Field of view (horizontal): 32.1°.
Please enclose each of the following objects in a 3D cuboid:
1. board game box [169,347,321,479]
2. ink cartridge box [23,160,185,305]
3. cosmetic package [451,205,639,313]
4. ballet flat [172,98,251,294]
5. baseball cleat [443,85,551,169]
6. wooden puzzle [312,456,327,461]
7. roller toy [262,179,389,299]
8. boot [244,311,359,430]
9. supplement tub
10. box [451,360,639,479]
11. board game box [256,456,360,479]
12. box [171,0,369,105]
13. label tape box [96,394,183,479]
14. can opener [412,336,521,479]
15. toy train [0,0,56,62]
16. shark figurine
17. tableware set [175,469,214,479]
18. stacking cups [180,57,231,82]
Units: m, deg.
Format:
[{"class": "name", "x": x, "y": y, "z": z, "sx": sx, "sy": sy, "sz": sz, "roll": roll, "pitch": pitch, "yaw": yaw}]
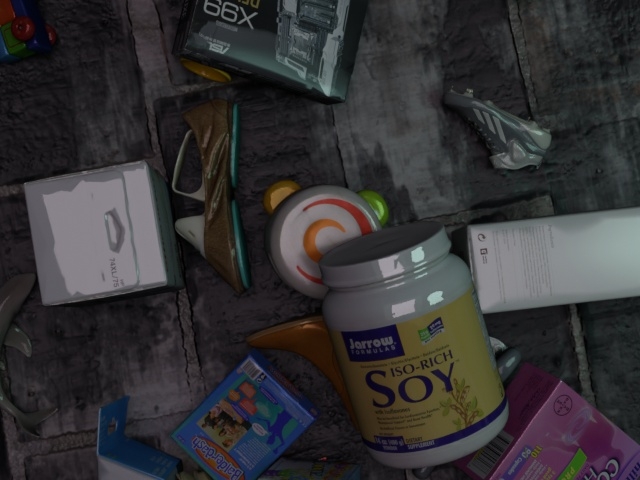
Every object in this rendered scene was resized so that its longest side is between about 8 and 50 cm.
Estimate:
[{"class": "board game box", "x": -0.128, "y": 0.310, "z": 1.880, "sx": 0.160, "sy": 0.047, "sz": 0.210, "roll": 45, "pitch": 105, "yaw": 1}, {"class": "ink cartridge box", "x": -0.343, "y": -0.003, "z": 1.814, "sx": 0.197, "sy": 0.270, "sz": 0.198, "roll": -10, "pitch": 86, "yaw": -2}, {"class": "cosmetic package", "x": 0.418, "y": 0.029, "z": 1.868, "sx": 0.365, "sy": 0.197, "sz": 0.155, "roll": -5, "pitch": 87, "yaw": 0}, {"class": "ballet flat", "x": -0.190, "y": -0.074, "z": 1.903, "sx": 0.124, "sy": 0.116, "sz": 0.342, "roll": -5, "pitch": 84, "yaw": 2}, {"class": "baseball cleat", "x": 0.297, "y": -0.187, "z": 1.941, "sx": 0.206, "sy": 0.072, "sz": 0.109, "roll": 23, "pitch": 93, "yaw": 4}, {"class": "wooden puzzle", "x": -0.007, "y": 0.405, "z": 1.926, "sx": 0.083, "sy": 0.006, "sz": 0.049, "roll": -17, "pitch": 87, "yaw": -2}, {"class": "roller toy", "x": 0.000, "y": 0.000, "z": 1.883, "sx": 0.209, "sy": 0.146, "sz": 0.191, "roll": 7, "pitch": 92, "yaw": -10}, {"class": "boot", "x": 0.033, "y": 0.223, "z": 1.894, "sx": 0.295, "sy": 0.104, "sz": 0.211, "roll": -12, "pitch": 91, "yaw": 0}, {"class": "supplement tub", "x": 0.141, "y": 0.158, "z": 1.734, "sx": 0.241, "sy": 0.241, "sz": 0.331, "roll": -18, "pitch": 101, "yaw": -2}, {"class": "box", "x": 0.384, "y": 0.363, "z": 1.841, "sx": 0.243, "sy": 0.117, "sz": 0.213, "roll": 39, "pitch": 85, "yaw": -22}, {"class": "board game box", "x": -0.020, "y": 0.511, "z": 1.817, "sx": 0.142, "sy": 0.144, "sz": 0.275, "roll": 2, "pitch": 95, "yaw": 15}, {"class": "box", "x": -0.077, "y": -0.389, "z": 1.885, "sx": 0.307, "sy": 0.076, "sz": 0.242, "roll": 16, "pitch": 85, "yaw": -26}, {"class": "label tape box", "x": -0.283, "y": 0.432, "z": 1.796, "sx": 0.115, "sy": 0.249, "sz": 0.348, "roll": -1, "pitch": 86, "yaw": -1}, {"class": "can opener", "x": 0.232, "y": 0.283, "z": 1.903, "sx": 0.074, "sy": 0.093, "sz": 0.280, "roll": 37, "pitch": 91, "yaw": 0}, {"class": "toy train", "x": -0.570, "y": -0.425, "z": 1.930, "sx": 0.143, "sy": 0.105, "sz": 0.248, "roll": -21, "pitch": 87, "yaw": 11}, {"class": "shark figurine", "x": -0.551, "y": 0.202, "z": 1.877, "sx": 0.166, "sy": 0.116, "sz": 0.278, "roll": -9, "pitch": 85, "yaw": 0}, {"class": "tableware set", "x": -0.176, "y": 0.436, "z": 1.845, "sx": 0.020, "sy": 0.168, "sz": 0.141, "roll": -42, "pitch": 77, "yaw": 6}, {"class": "stacking cups", "x": -0.151, "y": -0.439, "z": 1.941, "sx": 0.096, "sy": 0.096, "sz": 0.316, "roll": 18, "pitch": 84, "yaw": 0}]
